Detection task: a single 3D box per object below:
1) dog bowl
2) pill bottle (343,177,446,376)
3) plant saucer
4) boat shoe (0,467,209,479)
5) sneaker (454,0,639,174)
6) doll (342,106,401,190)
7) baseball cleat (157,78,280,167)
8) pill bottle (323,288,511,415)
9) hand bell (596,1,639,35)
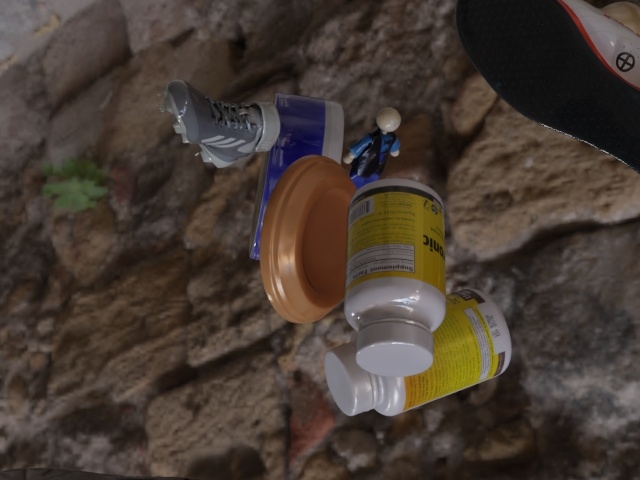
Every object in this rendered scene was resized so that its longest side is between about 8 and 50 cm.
[{"bbox_3d":[-0.040,-0.092,1.434,0.104,0.265,0.265,9,158,-7],"label":"dog bowl"},{"bbox_3d":[0.047,0.024,0.586,0.065,0.116,0.065,3,147,2],"label":"pill bottle"},{"bbox_3d":[0.000,0.000,1.084,0.037,0.200,0.200,7,168,31],"label":"plant saucer"},{"bbox_3d":[-0.158,0.248,0.753,0.302,0.098,0.109,-1,174,23],"label":"boat shoe"},{"bbox_3d":[0.239,-0.127,0.732,0.145,0.270,0.090,-23,146,-49],"label":"sneaker"},{"bbox_3d":[0.081,-0.124,1.439,0.129,0.046,0.189,-18,137,-42],"label":"doll"},{"bbox_3d":[-0.106,-0.140,1.026,0.109,0.072,0.206,-19,170,4],"label":"baseball cleat"},{"bbox_3d":[0.117,0.141,1.134,0.214,0.117,0.117,-16,165,-21],"label":"pill bottle"},{"bbox_3d":[0.299,-0.293,1.215,0.242,0.126,0.126,14,154,-29],"label":"hand bell"}]
